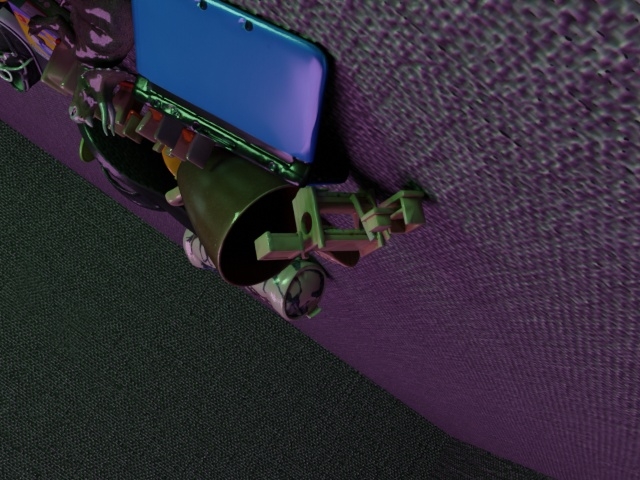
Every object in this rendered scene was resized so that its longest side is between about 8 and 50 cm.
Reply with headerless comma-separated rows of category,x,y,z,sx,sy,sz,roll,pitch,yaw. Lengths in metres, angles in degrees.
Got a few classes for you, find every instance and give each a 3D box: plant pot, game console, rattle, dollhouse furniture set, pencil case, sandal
plant pot,-0.157,-0.071,1.161,0.230,0.215,0.215,43,172,31
game console,-0.093,-0.208,0.854,0.293,0.173,0.250,30,-163,17
rattle,-0.290,-0.148,1.455,0.143,0.130,0.199,50,-161,6
dollhouse furniture set,0.021,-0.046,0.873,0.181,0.101,0.161,-1,162,-32
pencil case,-0.176,0.069,1.710,0.410,0.160,0.184,26,156,32
dollhouse furniture set,-0.317,-0.257,1.084,0.262,0.135,0.259,23,174,39
sandal,-0.401,-0.135,1.481,0.107,0.168,0.446,-27,128,25

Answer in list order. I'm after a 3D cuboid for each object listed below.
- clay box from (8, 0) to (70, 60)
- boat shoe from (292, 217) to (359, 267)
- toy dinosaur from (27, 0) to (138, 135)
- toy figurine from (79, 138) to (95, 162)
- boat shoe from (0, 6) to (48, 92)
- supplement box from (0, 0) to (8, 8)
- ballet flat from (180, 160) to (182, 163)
clay box,-0.477,-0.362,1.168,0.127,0.053,0.222,36,166,-5
boat shoe,0.000,0.000,1.271,0.170,0.063,0.059,39,160,-23
toy dinosaur,-0.298,-0.307,0.857,0.160,0.121,0.314,32,135,-2
toy figurine,-0.479,-0.221,1.580,0.159,0.130,0.173,25,-172,1
boat shoe,-0.670,-0.404,1.363,0.113,0.105,0.306,36,167,-7
supplement box,-0.579,-0.440,0.839,0.356,0.194,0.195,30,166,18
ballet flat,-0.200,-0.123,1.309,0.206,0.067,0.073,31,166,12
